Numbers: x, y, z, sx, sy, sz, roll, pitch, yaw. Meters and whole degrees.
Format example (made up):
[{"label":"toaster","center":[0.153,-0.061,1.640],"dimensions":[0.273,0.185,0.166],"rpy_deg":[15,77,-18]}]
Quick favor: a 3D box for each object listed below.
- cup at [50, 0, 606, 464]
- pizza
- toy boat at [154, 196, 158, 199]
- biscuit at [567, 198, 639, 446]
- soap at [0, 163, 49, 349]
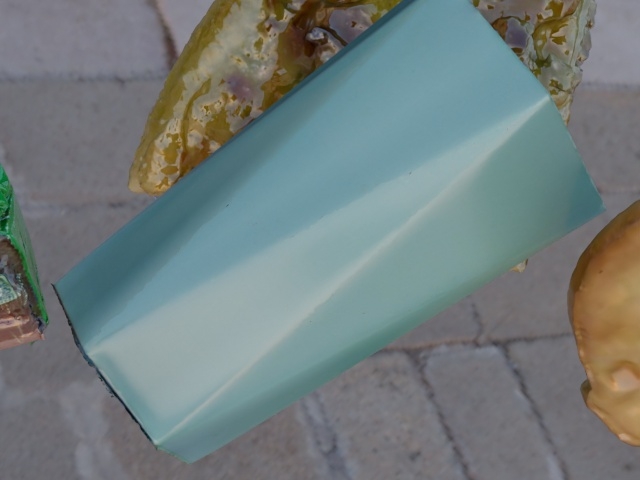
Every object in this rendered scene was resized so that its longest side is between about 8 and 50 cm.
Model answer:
[{"label":"cup","center":[0.000,0.000,0.645],"dimensions":[0.235,0.148,0.134],"rpy_deg":[-38,96,-3]},{"label":"pizza","center":[0.025,-0.129,0.811],"dimensions":[0.268,0.087,0.258],"rpy_deg":[9,81,24]},{"label":"toy boat","center":[-0.031,-0.126,1.129],"dimensions":[0.295,0.129,0.088],"rpy_deg":[-43,104,-21]},{"label":"biscuit","center":[0.227,0.028,0.562],"dimensions":[0.203,0.260,0.041],"rpy_deg":[46,35,-21]},{"label":"soap","center":[-0.358,0.033,1.035],"dimensions":[0.273,0.218,0.098],"rpy_deg":[-14,58,-8]}]
